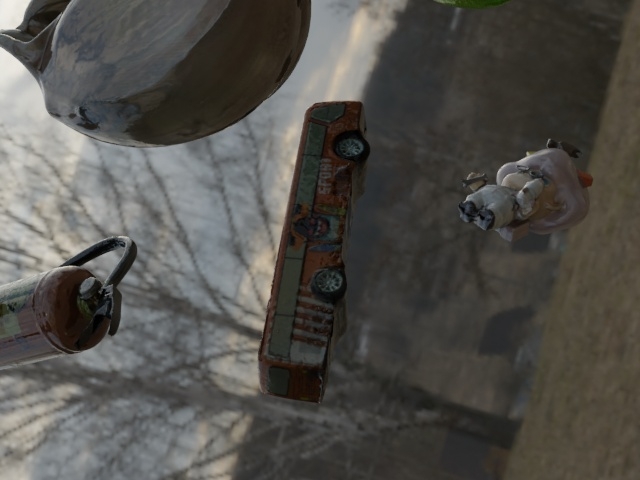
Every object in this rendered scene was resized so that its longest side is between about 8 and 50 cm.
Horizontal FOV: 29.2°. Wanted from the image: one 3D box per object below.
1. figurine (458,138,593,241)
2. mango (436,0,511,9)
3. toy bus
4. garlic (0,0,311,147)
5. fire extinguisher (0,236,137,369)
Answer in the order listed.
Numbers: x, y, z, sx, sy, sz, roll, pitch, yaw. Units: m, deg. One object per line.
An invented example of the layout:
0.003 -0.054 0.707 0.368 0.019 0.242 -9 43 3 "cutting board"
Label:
0.268 -0.055 1.556 0.229 0.137 0.112 -20 -62 -41 "figurine"
0.150 -0.315 1.329 0.100 0.178 0.119 -17 -46 -45 "mango"
0.000 0.000 1.472 0.093 0.092 0.409 91 -173 -52 "toy bus"
-0.120 -0.184 0.909 0.292 0.237 0.210 -42 -3 14 "garlic"
-0.382 0.080 1.650 0.113 0.376 0.200 36 -129 -42 "fire extinguisher"
